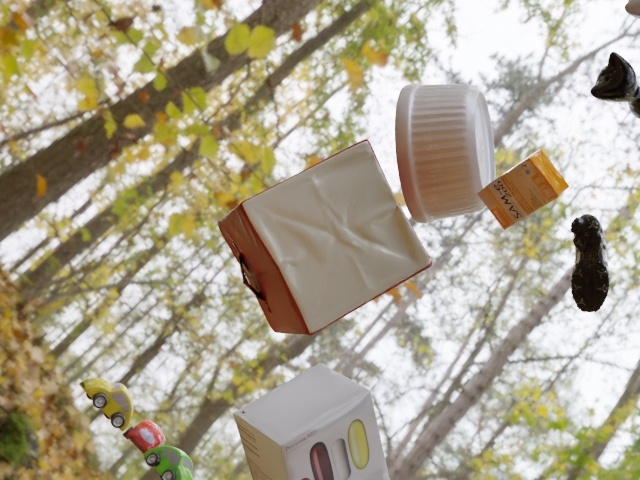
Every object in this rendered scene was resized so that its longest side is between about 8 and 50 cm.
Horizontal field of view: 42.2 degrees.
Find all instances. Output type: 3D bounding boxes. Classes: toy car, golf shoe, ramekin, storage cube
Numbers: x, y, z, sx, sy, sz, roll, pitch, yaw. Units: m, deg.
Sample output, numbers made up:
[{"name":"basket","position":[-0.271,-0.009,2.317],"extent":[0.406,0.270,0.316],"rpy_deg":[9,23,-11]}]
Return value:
[{"name":"toy car","position":[-0.259,0.316,1.288],"extent":[0.225,0.053,0.239],"rpy_deg":[34,-22,36]},{"name":"golf shoe","position":[0.546,0.044,1.663],"extent":[0.077,0.094,0.198],"rpy_deg":[3,-82,27]},{"name":"ramekin","position":[0.187,-0.130,1.205],"extent":[0.109,0.207,0.207],"rpy_deg":[-4,-44,21]},{"name":"storage cube","position":[0.000,0.000,1.084],"extent":[0.184,0.215,0.193],"rpy_deg":[63,-15,-2]}]

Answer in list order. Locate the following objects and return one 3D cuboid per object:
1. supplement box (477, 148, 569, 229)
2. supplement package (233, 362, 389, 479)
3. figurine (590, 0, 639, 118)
[{"name":"supplement box","position":[0.257,-0.064,1.059],"extent":[0.062,0.036,0.098],"rpy_deg":[53,-42,2]},{"name":"supplement package","position":[-0.011,0.358,1.422],"extent":[0.149,0.194,0.203],"rpy_deg":[18,-52,52]},{"name":"figurine","position":[0.518,-0.284,1.264],"extent":[0.209,0.215,0.092],"rpy_deg":[16,6,-29]}]
